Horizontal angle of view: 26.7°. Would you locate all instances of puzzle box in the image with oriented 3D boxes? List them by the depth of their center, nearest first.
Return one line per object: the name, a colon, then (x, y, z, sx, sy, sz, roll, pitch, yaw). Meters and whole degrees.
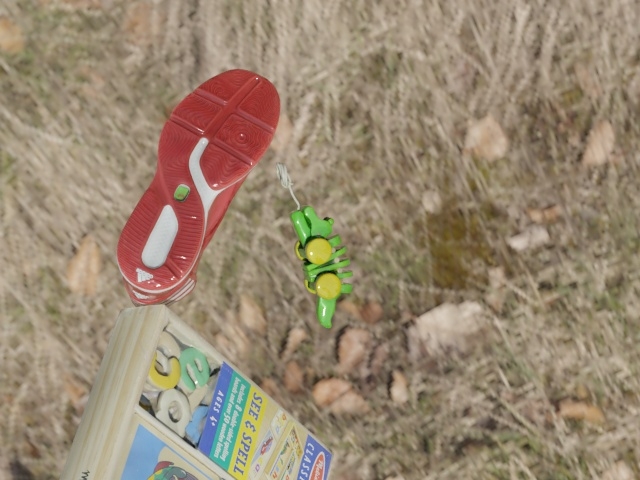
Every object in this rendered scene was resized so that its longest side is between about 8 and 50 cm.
puzzle box: (-0.119, 0.292, 1.081, 0.052, 0.272, 0.409, -9, 51, 33)

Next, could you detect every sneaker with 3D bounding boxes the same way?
sneaker: (-0.112, -0.038, 1.154, 0.087, 0.128, 0.221, 32, 66, 1)

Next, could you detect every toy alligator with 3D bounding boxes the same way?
toy alligator: (0.000, 0.000, 1.461, 0.051, 0.190, 0.056, -17, 8, -15)
